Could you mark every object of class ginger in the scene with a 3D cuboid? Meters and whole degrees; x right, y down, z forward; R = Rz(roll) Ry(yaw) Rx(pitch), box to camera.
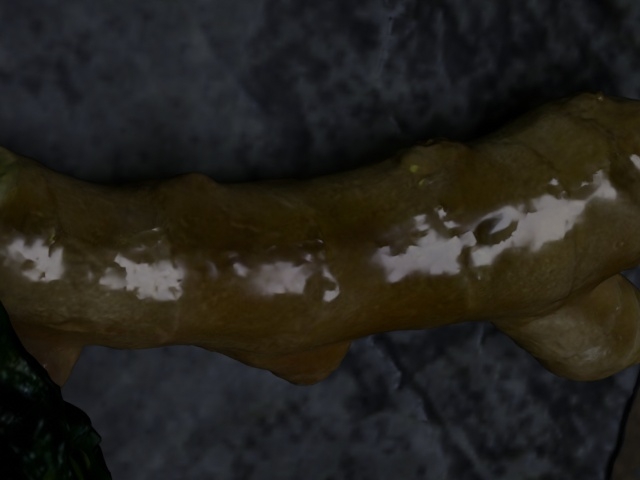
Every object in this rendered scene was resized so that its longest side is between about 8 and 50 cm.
[{"bbox_3d":[-0.001,-0.001,0.684,0.299,0.065,0.118,0,110,-21],"label":"ginger"}]

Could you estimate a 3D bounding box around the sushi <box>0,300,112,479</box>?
[{"bbox_3d":[-0.145,0.068,0.597,0.124,0.127,0.225,-50,125,-31],"label":"sushi"}]
